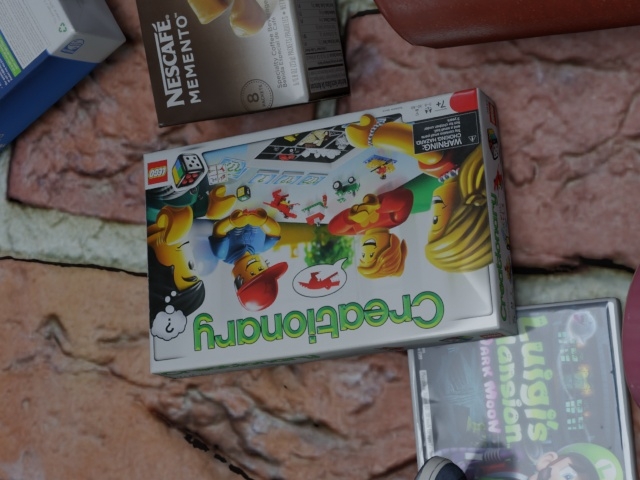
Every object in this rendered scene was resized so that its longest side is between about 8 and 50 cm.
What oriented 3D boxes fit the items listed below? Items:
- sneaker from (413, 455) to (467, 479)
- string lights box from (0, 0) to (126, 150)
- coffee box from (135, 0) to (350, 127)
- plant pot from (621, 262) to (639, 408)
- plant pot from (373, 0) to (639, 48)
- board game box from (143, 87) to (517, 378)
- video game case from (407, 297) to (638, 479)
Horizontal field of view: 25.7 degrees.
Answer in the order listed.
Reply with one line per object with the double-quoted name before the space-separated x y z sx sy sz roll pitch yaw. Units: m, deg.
"sneaker" 0.147 0.271 1.037 0.163 0.086 0.226 4 110 30
"string lights box" -0.313 -0.160 1.269 0.259 0.077 0.133 -36 74 25
"coffee box" -0.074 -0.227 1.152 0.141 0.098 0.246 -6 97 23
"plant pot" 0.315 0.067 0.955 0.180 0.201 0.201 3 87 40
"plant pot" 0.174 -0.259 1.003 0.265 0.272 0.272 -8 83 31
"board game box" 0.000 0.000 1.145 0.305 0.053 0.193 -10 75 22
"video game case" 0.157 0.147 1.097 0.173 0.022 0.190 -7 84 22
